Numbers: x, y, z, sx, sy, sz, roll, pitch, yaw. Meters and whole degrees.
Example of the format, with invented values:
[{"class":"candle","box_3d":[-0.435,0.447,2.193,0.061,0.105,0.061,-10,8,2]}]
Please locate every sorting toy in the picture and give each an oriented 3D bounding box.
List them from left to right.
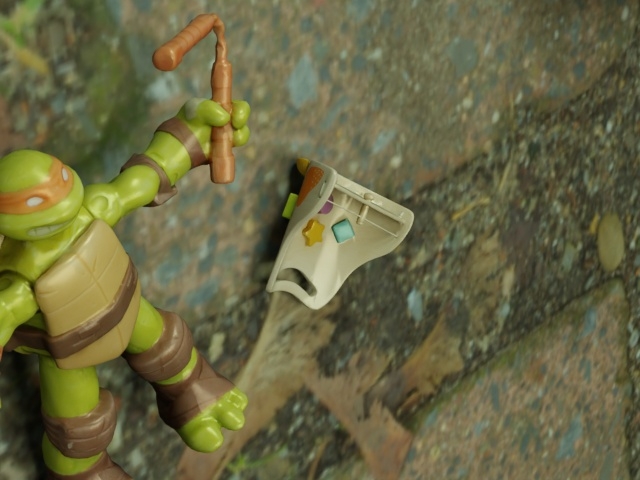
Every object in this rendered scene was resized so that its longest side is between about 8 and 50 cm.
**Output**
[{"class":"sorting toy","box_3d":[0.000,0.000,0.853,0.083,0.045,0.075,26,91,-53]}]

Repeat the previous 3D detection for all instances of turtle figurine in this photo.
[{"class":"turtle figurine","box_3d":[-0.114,0.039,0.688,0.269,0.087,0.217,-55,148,-34]}]
